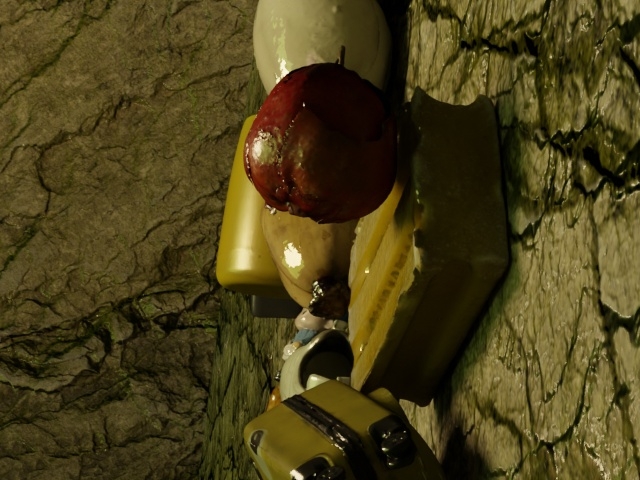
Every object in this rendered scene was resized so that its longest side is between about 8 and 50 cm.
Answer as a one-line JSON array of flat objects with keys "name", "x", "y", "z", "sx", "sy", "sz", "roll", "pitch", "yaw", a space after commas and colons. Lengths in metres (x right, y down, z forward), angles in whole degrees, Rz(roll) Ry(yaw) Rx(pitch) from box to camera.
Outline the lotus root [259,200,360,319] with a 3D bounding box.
[{"name": "lotus root", "x": 0.000, "y": 0.000, "z": 1.987, "sx": 0.257, "sy": 0.140, "sz": 0.154, "roll": -107, "pitch": -8, "yaw": -48}]

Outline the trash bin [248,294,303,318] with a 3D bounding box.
[{"name": "trash bin", "x": -0.068, "y": -0.002, "z": 2.519, "sx": 0.165, "sy": 0.115, "sz": 0.225, "roll": -110, "pitch": 23, "yaw": -71}]

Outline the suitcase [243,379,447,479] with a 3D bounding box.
[{"name": "suitcase", "x": 0.039, "y": 0.245, "z": 1.456, "sx": 0.194, "sy": 0.143, "sz": 0.235, "roll": 68, "pitch": 165, "yaw": -16}]

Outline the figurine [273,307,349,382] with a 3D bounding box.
[{"name": "figurine", "x": -0.010, "y": 0.126, "z": 2.063, "sx": 0.086, "sy": 0.087, "sz": 0.149, "roll": 128, "pitch": 164, "yaw": -70}]

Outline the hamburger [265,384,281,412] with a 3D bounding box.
[{"name": "hamburger", "x": -0.019, "y": 0.279, "z": 2.104, "sx": 0.177, "sy": 0.113, "sz": 0.185, "roll": -88, "pitch": 15, "yaw": -55}]

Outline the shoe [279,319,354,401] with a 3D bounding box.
[{"name": "shoe", "x": 0.011, "y": 0.233, "z": 1.881, "sx": 0.159, "sy": 0.124, "sz": 0.316, "roll": 114, "pitch": 160, "yaw": -47}]

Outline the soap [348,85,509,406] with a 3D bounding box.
[{"name": "soap", "x": 0.097, "y": 0.019, "z": 1.492, "sx": 0.315, "sy": 0.091, "sz": 0.199, "roll": 107, "pitch": 166, "yaw": -57}]

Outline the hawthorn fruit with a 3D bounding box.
[{"name": "hawthorn fruit", "x": 0.006, "y": -0.098, "z": 1.421, "sx": 0.148, "sy": 0.148, "sz": 0.172, "roll": 131, "pitch": 157, "yaw": -76}]

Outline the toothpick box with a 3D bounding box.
[{"name": "toothpick box", "x": -0.056, "y": -0.057, "z": 2.272, "sx": 0.175, "sy": 0.175, "sz": 0.271, "roll": 137, "pitch": 140, "yaw": -77}]

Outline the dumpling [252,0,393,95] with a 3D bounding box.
[{"name": "dumpling", "x": 0.013, "y": -0.228, "z": 1.967, "sx": 0.341, "sy": 0.181, "sz": 0.260, "roll": 60, "pitch": -178, "yaw": 20}]
